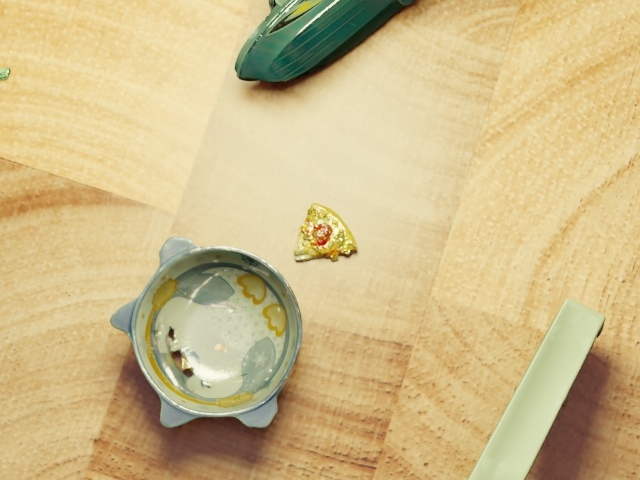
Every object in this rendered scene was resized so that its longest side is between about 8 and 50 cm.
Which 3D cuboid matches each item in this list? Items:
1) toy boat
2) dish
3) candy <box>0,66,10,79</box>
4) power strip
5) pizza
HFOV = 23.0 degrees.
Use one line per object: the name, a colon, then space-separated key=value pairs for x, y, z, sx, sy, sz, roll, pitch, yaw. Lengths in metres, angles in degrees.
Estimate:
toy boat: x=0.010 y=-0.296 z=1.969 sx=0.296 sy=0.114 sz=0.122 roll=-37 pitch=61 yaw=-6
dish: x=-0.134 y=0.115 z=1.899 sx=0.228 sy=0.086 sz=0.236 roll=-4 pitch=79 yaw=0
candy: x=-0.556 y=-0.182 z=1.973 sx=0.336 sy=0.093 sz=0.092 roll=-12 pitch=122 yaw=-11
power strip: x=0.227 y=0.221 z=1.794 sx=0.062 sy=0.091 sz=0.385 roll=29 pitch=51 yaw=9
pizza: x=0.000 y=0.000 z=1.952 sx=0.078 sy=0.025 sz=0.083 roll=-44 pitch=83 yaw=-10
